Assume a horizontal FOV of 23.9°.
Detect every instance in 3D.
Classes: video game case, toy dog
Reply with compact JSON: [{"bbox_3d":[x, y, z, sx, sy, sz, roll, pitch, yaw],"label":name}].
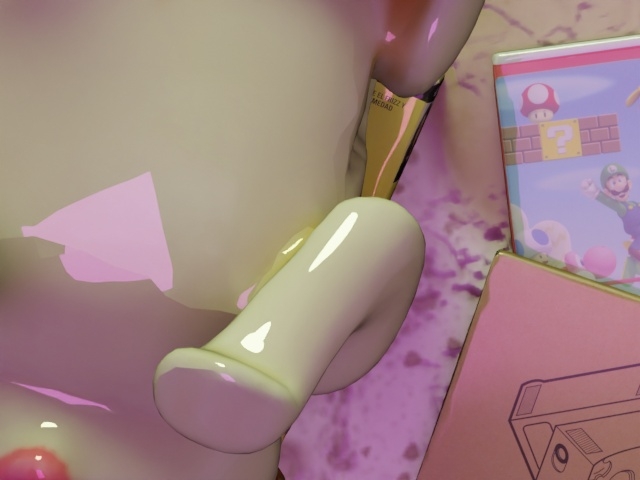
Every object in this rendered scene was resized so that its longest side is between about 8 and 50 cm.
[{"bbox_3d":[0.218,0.019,0.887,0.204,0.025,0.285,-7,98,8],"label":"video game case"},{"bbox_3d":[-0.102,-0.015,0.710,0.284,0.395,0.408,15,94,-15],"label":"toy dog"}]

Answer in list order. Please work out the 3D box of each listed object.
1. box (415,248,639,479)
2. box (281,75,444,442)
[{"bbox_3d":[0.172,0.113,0.885,0.201,0.021,0.164,19,102,3],"label":"box"},{"bbox_3d":[0.000,0.000,0.880,0.058,0.087,0.232,24,101,2],"label":"box"}]
